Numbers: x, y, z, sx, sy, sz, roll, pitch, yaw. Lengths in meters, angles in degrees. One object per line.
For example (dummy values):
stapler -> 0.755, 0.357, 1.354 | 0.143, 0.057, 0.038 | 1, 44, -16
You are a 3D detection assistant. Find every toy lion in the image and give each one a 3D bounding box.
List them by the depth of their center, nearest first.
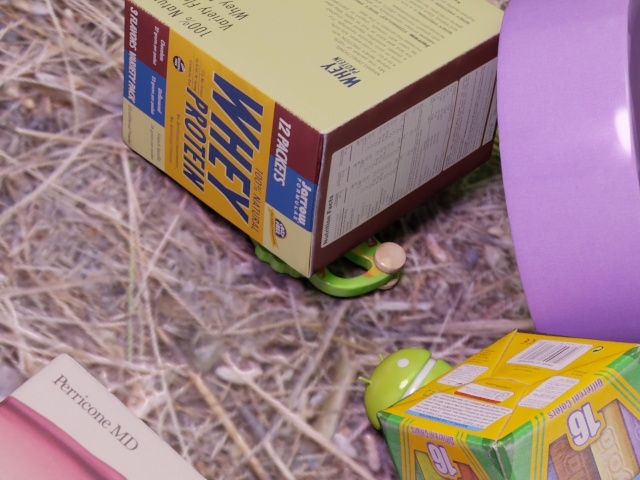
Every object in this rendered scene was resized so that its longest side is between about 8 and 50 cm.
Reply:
toy lion -> 0.000, 0.000, 1.277 | 0.096, 0.034, 0.100 | -20, 65, -22

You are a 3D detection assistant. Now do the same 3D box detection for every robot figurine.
robot figurine -> 0.080, 0.120, 1.193 | 0.115, 0.067, 0.101 | 35, 24, 6

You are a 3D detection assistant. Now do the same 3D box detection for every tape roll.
tape roll -> 0.201, -0.047, 1.225 | 0.090, 0.275, 0.274 | -8, 50, 20

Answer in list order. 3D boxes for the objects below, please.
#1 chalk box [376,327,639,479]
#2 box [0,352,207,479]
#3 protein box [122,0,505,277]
chalk box -> 0.150, 0.182, 1.104 | 0.132, 0.132, 0.213 | -28, 106, -28
box -> -0.186, 0.203, 1.002 | 0.149, 0.127, 0.232 | 40, 53, 11
protein box -> -0.004, -0.115, 1.260 | 0.200, 0.136, 0.201 | 36, 50, 28
